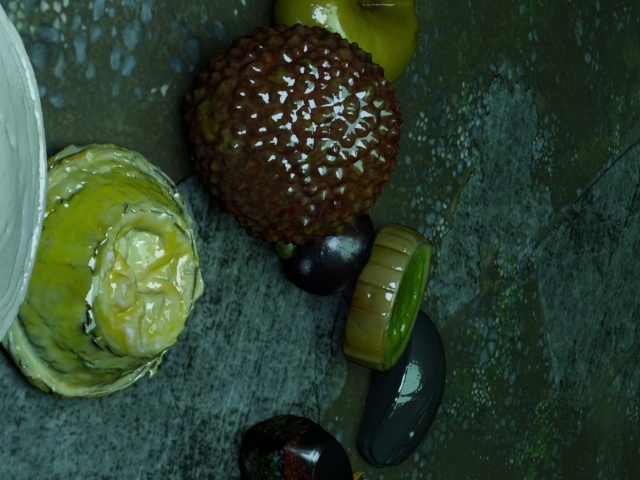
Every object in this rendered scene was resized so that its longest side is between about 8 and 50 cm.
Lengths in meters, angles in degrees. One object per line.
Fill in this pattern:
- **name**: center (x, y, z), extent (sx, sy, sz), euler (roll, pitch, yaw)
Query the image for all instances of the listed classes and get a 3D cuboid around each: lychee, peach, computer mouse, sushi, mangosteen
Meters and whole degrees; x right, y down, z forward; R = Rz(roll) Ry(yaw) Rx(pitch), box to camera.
- **lychee**: center (-0.034, -0.131, 1.389), extent (0.275, 0.304, 0.276), euler (20, 53, -28)
- **peach**: center (0.037, -0.323, 1.540), extent (0.251, 0.153, 0.251), euler (-4, 95, -56)
- **computer mouse**: center (0.147, 0.244, 1.813), extent (0.137, 0.086, 0.270), euler (22, 80, -50)
- **sushi**: center (-0.030, 0.354, 1.590), extent (0.136, 0.126, 0.225), euler (-39, 130, -42)
- **mangosteen**: center (0.000, 0.000, 1.559), extent (0.152, 0.152, 0.153), euler (-11, 104, -49)

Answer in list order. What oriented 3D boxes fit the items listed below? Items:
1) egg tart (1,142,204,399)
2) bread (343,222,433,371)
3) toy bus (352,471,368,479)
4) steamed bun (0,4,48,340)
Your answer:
- **egg tart**: center (-0.236, 0.039, 1.284), extent (0.315, 0.120, 0.315), euler (-10, 103, -50)
- **bread**: center (0.105, 0.085, 1.685), extent (0.236, 0.069, 0.236), euler (15, 90, -74)
- **toy bus**: center (0.044, 0.442, 1.728), extent (0.069, 0.074, 0.162), euler (-32, 117, -52)
- **steamed bun**: center (-0.373, -0.048, 1.009), extent (0.236, 0.247, 0.384), euler (0, 90, -62)
